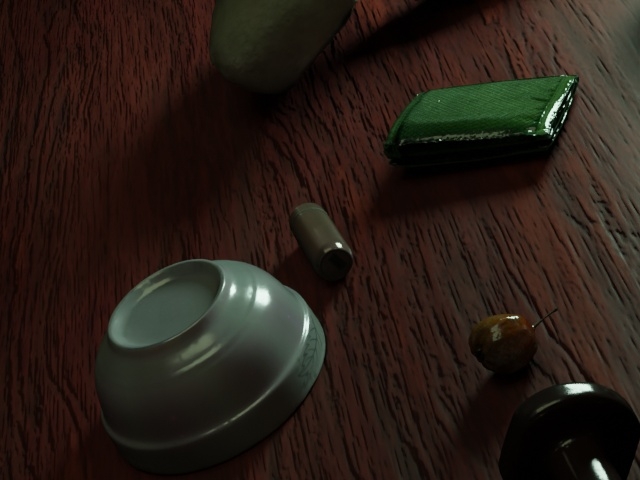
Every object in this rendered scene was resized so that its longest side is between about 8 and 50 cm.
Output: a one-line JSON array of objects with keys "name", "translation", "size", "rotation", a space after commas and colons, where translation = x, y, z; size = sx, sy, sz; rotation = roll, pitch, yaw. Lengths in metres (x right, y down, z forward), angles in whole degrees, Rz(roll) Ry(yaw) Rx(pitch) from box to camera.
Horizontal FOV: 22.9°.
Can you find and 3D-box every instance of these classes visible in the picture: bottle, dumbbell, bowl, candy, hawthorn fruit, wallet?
[{"name": "bottle", "translation": [0.000, 0.000, 2.017], "size": [0.053, 0.053, 0.140], "rotation": [-30, 31, -1]}, {"name": "dumbbell", "translation": [0.247, 0.235, 1.384], "size": [0.124, 0.140, 0.225], "rotation": [4, 29, -14]}, {"name": "bowl", "translation": [-0.150, 0.125, 1.876], "size": [0.287, 0.144, 0.287], "rotation": [-21, 31, 13]}, {"name": "candy", "translation": [-0.016, -0.419, 2.401], "size": [0.427, 0.186, 0.386], "rotation": [-42, 15, 36]}, {"name": "hawthorn fruit", "translation": [0.210, 0.102, 1.690], "size": [0.103, 0.067, 0.066], "rotation": [-28, 28, -20]}, {"name": "wallet", "translation": [0.213, -0.158, 2.070], "size": [0.236, 0.055, 0.160], "rotation": [-3, 37, 29]}]
